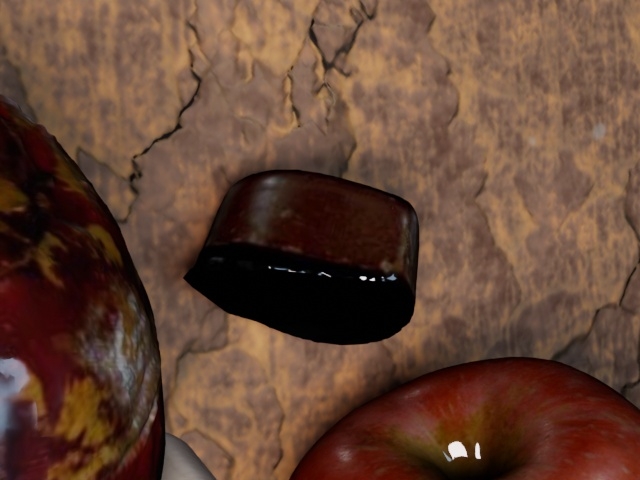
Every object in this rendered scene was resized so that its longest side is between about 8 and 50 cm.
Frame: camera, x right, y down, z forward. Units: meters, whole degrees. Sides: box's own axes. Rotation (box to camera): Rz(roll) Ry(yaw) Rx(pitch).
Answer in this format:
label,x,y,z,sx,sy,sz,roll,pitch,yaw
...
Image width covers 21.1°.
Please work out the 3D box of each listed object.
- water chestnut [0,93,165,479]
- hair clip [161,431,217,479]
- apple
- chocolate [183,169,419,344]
label,x,y,z,sx,sy,sz,roll,pitch,yaw
water chestnut,-0.185,0.067,0.757,0.244,0.289,0.289,17,82,-59
hair clip,-0.105,0.112,0.854,0.034,0.226,0.072,29,65,-31
apple,0.098,0.199,1.010,0.260,0.260,0.217,-30,122,-35
chocolate,0.000,0.000,1.008,0.148,0.125,0.080,23,62,-35
